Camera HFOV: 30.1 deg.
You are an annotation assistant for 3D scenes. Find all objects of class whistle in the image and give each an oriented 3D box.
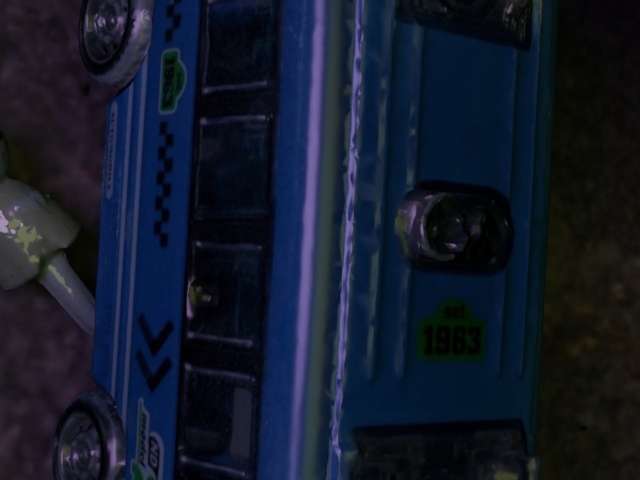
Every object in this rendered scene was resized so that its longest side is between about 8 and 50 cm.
[{"bbox_3d":[-0.103,-0.006,0.396,0.035,0.035,0.100,-43,106,-16],"label":"whistle"}]

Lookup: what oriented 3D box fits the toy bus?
[{"bbox_3d":[0.000,0.000,0.369,0.113,0.134,0.246,5,87,-39],"label":"toy bus"}]
